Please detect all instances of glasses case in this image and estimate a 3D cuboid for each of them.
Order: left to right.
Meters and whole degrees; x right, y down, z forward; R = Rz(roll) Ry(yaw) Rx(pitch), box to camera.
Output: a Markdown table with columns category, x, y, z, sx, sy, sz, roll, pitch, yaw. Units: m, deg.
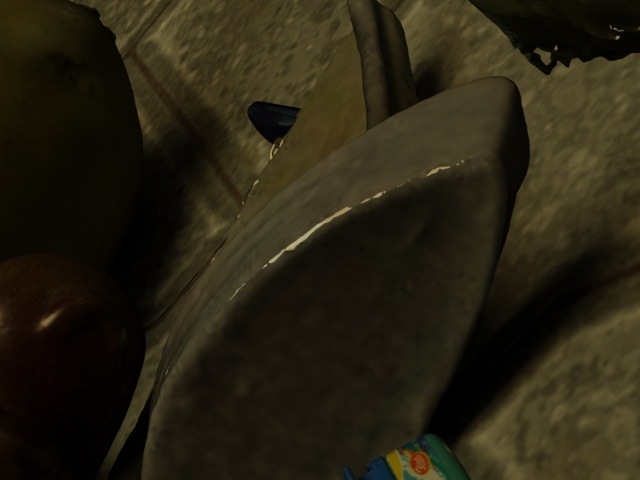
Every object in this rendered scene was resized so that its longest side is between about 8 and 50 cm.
| category | x | y | z | sx | sy | sz | roll | pitch | yaw |
| --- | --- | --- | --- | --- | --- | --- | --- | --- | --- |
| glasses case | -0.017 | -0.064 | 1.012 | 0.083 | 0.033 | 0.023 | 19 | 84 | 62 |

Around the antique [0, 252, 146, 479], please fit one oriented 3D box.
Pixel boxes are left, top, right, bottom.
| category | x | y | z | sx | sy | sz | roll | pitch | yaw |
| --- | --- | --- | --- | --- | --- | --- | --- | --- | --- |
| antique | -0.166 | 0.104 | 0.895 | 0.143 | 0.121 | 0.257 | -64 | 0 | -39 |

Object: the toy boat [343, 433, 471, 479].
| category | x | y | z | sx | sy | sz | roll | pitch | yaw |
| --- | --- | --- | --- | --- | --- | --- | --- | --- | --- |
| toy boat | 0.035 | 0.154 | 0.610 | 0.110 | 0.091 | 0.175 | -32 | 34 | 0 |

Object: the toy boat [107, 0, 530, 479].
| category | x | y | z | sx | sy | sz | roll | pitch | yaw |
| --- | --- | --- | --- | --- | --- | --- | --- | --- | --- |
| toy boat | -0.008 | 0.022 | 0.839 | 0.276 | 0.111 | 0.293 | -55 | 13 | 7 |

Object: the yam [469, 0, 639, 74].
| category | x | y | z | sx | sy | sz | roll | pitch | yaw |
| --- | --- | --- | --- | --- | --- | --- | --- | --- | --- |
| yam | 0.197 | -0.186 | 0.615 | 0.348 | 0.241 | 0.241 | -8 | 51 | 56 |

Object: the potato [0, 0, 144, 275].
| category | x | y | z | sx | sy | sz | roll | pitch | yaw |
| --- | --- | --- | --- | --- | --- | --- | --- | --- | --- |
| potato | -0.240 | -0.009 | 1.079 | 0.326 | 0.221 | 0.243 | -60 | -3 | -44 |
